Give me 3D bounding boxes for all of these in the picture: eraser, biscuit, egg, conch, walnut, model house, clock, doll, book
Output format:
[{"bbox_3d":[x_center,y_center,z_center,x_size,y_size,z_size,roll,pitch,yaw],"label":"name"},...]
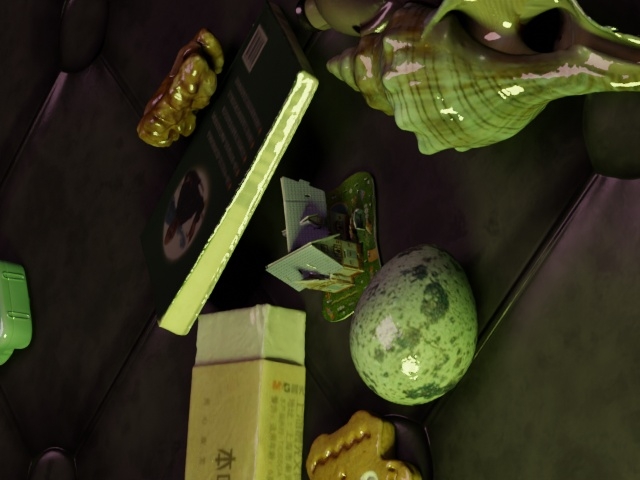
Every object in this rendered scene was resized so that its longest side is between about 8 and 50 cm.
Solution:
[{"bbox_3d":[-0.091,0.252,1.954,0.144,0.078,0.343,-12,71,48],"label":"eraser"},{"bbox_3d":[0.046,0.313,1.805,0.184,0.035,0.249,-35,56,41],"label":"biscuit"},{"bbox_3d":[0.100,0.086,1.724,0.132,0.132,0.172,-2,68,50],"label":"egg"},{"bbox_3d":[0.183,-0.192,1.694,0.386,0.169,0.203,-4,102,17],"label":"conch"},{"bbox_3d":[-0.178,-0.192,2.166,0.170,0.069,0.143,-49,19,41],"label":"walnut"},{"bbox_3d":[0.000,0.000,1.902,0.117,0.088,0.167,-26,61,45],"label":"model house"},{"bbox_3d":[-0.509,0.125,2.512,0.188,0.060,0.148,-37,55,40],"label":"clock"},{"bbox_3d":[0.080,-0.306,1.865,0.257,0.117,0.182,-8,69,52],"label":"doll"},{"bbox_3d":[-0.119,-0.094,2.061,0.371,0.043,0.260,-60,23,19],"label":"book"}]
